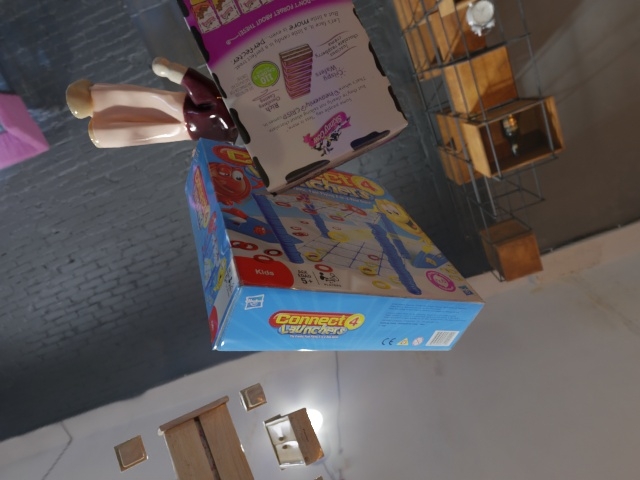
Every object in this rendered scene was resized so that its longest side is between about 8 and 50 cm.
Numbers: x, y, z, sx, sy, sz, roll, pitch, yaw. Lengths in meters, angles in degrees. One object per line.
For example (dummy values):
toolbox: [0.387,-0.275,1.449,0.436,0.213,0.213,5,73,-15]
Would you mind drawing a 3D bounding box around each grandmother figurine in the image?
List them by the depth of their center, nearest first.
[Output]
grandmother figurine: [-0.215,-0.202,0.713,0.342,0.104,0.208,1,158,4]

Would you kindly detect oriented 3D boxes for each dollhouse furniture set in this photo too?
dollhouse furniture set: [-0.183,0.484,0.853,0.355,0.303,0.174,-15,160,-31]

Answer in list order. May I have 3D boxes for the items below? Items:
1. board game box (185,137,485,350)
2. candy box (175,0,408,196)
board game box: [0.000,0.000,0.556,0.308,0.086,0.302,8,-147,-29]
candy box: [-0.032,-0.185,0.448,0.159,0.234,0.071,-25,-179,0]
